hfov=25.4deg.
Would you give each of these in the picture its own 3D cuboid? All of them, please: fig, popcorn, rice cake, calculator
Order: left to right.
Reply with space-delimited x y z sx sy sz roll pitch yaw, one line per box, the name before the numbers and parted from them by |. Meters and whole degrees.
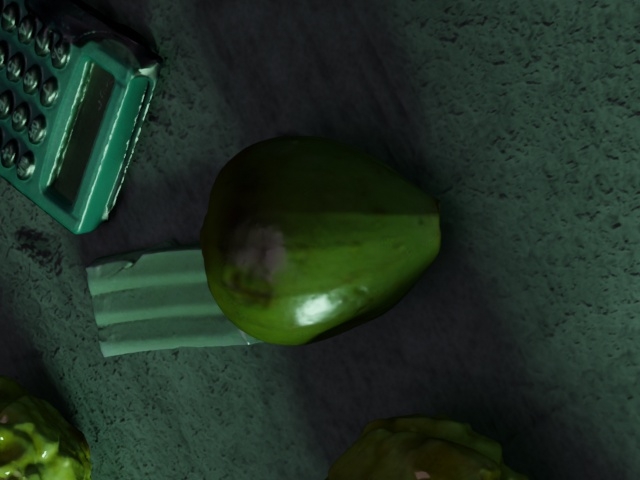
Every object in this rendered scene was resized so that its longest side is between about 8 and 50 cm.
popcorn | -0.370 0.280 1.698 0.181 0.217 0.235 -33 75 8
calculator | -0.317 -0.169 1.627 0.274 0.058 0.248 36 118 23
rice cake | -0.163 0.063 1.588 0.237 0.043 0.127 -5 100 34
fig | -0.007 0.003 1.373 0.230 0.207 0.207 12 108 32
popcorn | 0.089 0.305 1.377 0.252 0.215 0.286 9 104 28
